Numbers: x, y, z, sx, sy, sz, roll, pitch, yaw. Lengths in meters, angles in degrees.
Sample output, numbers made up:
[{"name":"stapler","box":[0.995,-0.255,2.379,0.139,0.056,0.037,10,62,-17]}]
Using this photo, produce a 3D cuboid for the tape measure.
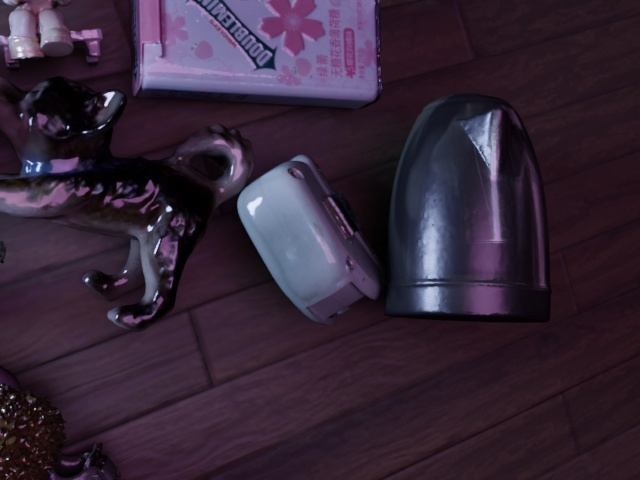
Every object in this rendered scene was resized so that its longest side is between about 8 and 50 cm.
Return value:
[{"name":"tape measure","box":[0.000,0.000,1.048,0.125,0.246,0.243,-33,95,10]}]

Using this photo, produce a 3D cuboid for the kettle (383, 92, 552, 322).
[{"name":"kettle","box":[0.203,-0.046,1.077,0.228,0.321,0.324,3,83,-4]}]

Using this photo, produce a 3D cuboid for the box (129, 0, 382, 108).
[{"name":"box","box":[-0.088,-0.297,1.092,0.370,0.112,0.190,0,88,-22]}]

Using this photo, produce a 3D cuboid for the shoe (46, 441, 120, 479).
[{"name":"shoe","box":[-0.303,0.331,0.995,0.228,0.099,0.125,19,85,-14]}]

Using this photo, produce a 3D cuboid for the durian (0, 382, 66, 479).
[{"name":"durian","box":[-0.396,0.269,0.874,0.167,0.196,0.196,13,84,-29]}]

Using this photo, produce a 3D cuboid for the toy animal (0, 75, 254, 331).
[{"name":"toy animal","box":[-0.280,-0.097,0.975,0.344,0.194,0.302,41,82,-17]}]

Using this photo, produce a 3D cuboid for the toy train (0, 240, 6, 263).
[{"name":"toy train","box":[-0.484,0.034,0.885,0.250,0.053,0.085,-20,128,18]}]

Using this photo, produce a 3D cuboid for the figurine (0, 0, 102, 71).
[{"name":"figurine","box":[-0.380,-0.359,0.979,0.182,0.144,0.256,-10,94,0]}]

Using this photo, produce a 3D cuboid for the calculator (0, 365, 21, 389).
[{"name":"calculator","box":[-0.520,0.205,0.915,0.294,0.043,0.194,34,84,-34]}]
